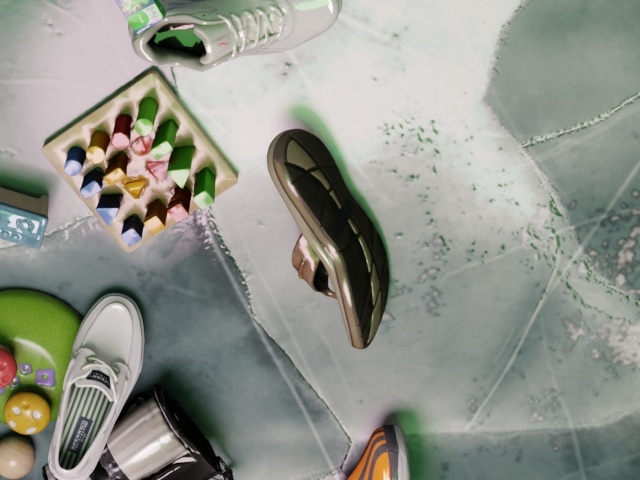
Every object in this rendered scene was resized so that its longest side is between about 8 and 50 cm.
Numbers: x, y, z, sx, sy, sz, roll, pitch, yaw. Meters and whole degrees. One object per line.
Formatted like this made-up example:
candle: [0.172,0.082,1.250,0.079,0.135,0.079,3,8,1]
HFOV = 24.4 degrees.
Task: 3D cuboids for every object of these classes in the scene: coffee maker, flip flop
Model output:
coffee maker: [-0.218,0.289,1.779,0.178,0.120,0.171,-34,108,2]
flip flop: [0.000,0.000,1.677,0.080,0.112,0.277,-11,122,33]

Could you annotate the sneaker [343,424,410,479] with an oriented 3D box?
sneaker: [0.007,0.365,1.836,0.180,0.124,0.321,8,116,-6]

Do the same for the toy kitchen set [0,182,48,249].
toy kitchen set: [-0.413,0.038,1.667,0.166,0.122,0.207,18,115,-10]

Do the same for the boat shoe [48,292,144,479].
boat shoe: [-0.252,0.167,1.697,0.083,0.076,0.226,13,77,-7]

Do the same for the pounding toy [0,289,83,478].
pounding toy: [-0.373,0.181,1.745,0.183,0.110,0.237,30,111,-15]

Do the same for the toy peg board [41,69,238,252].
toy peg board: [-0.202,-0.073,1.642,0.160,0.079,0.161,-32,112,13]

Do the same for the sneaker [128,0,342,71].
sneaker: [-0.090,-0.218,1.553,0.232,0.115,0.090,-12,116,5]

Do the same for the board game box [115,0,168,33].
board game box: [-0.196,-0.298,1.464,0.035,0.201,0.136,-27,114,11]
